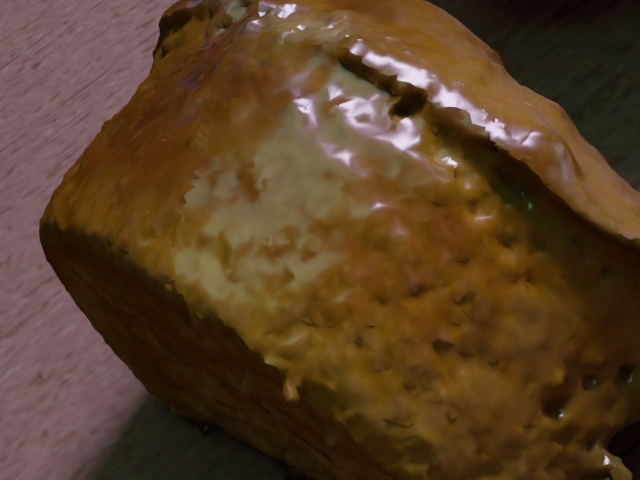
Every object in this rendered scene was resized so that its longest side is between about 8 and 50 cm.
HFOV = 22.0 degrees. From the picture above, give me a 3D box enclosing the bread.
[{"bbox_3d":[0.000,0.000,0.502,0.229,0.139,0.143,18,67,51],"label":"bread"}]
